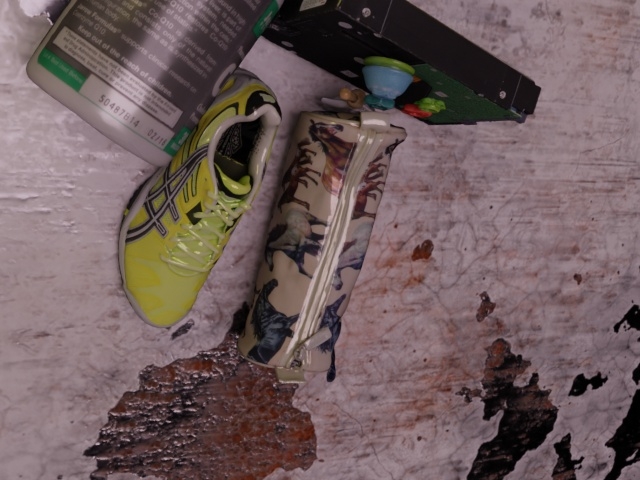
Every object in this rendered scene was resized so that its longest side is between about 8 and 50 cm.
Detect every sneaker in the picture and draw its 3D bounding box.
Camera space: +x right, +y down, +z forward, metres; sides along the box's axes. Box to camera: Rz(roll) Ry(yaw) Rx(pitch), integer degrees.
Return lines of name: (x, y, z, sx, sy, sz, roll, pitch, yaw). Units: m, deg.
sneaker: (-0.170, -0.051, 1.060, 0.145, 0.147, 0.385, 14, 102, -31)

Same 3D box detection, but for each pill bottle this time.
pill bottle: (-0.172, -0.289, 0.942, 0.204, 0.204, 0.361, 35, 91, -31)

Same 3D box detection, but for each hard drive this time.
hard drive: (0.106, -0.252, 1.068, 0.338, 0.237, 0.064, 22, 86, -29)

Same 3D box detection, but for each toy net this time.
toy net: (0.080, -0.204, 1.081, 0.122, 0.232, 0.045, 12, 89, -21)

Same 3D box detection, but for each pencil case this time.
pencil case: (0.000, 0.000, 1.140, 0.159, 0.183, 0.411, 11, 102, -28)
